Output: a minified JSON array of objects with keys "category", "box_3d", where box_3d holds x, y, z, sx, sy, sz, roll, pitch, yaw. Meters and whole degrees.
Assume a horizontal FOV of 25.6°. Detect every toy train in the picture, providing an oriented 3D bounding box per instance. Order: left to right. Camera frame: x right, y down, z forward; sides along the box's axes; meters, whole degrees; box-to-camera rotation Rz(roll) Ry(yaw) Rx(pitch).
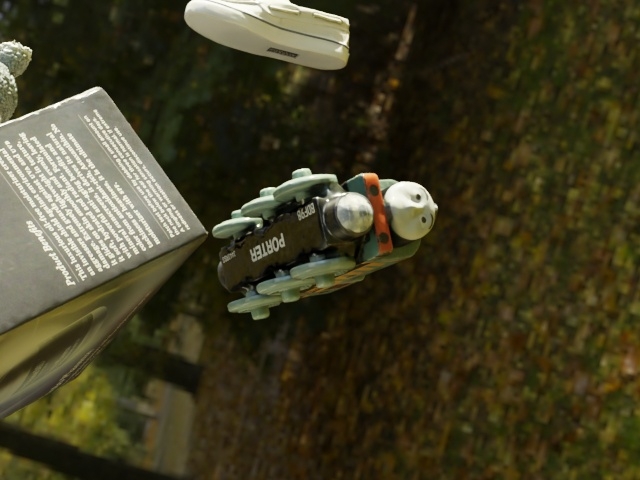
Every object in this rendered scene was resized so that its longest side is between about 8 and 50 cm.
[{"category":"toy train","box_3d":[0.000,0.000,1.705,0.334,0.190,0.142,-28,73,58]}]

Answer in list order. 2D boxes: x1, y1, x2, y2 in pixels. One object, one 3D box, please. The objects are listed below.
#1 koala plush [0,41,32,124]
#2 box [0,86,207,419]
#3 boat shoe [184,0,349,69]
[{"category":"koala plush","box_3d":[-0.456,-0.164,1.688,0.196,0.221,0.203,-81,-28,-46]},{"category":"box","box_3d":[-0.309,0.052,1.229,0.294,0.182,0.296,-28,-12,-45]},{"category":"boat shoe","box_3d":[-0.075,-0.319,2.041,0.095,0.258,0.084,-14,66,57]}]
